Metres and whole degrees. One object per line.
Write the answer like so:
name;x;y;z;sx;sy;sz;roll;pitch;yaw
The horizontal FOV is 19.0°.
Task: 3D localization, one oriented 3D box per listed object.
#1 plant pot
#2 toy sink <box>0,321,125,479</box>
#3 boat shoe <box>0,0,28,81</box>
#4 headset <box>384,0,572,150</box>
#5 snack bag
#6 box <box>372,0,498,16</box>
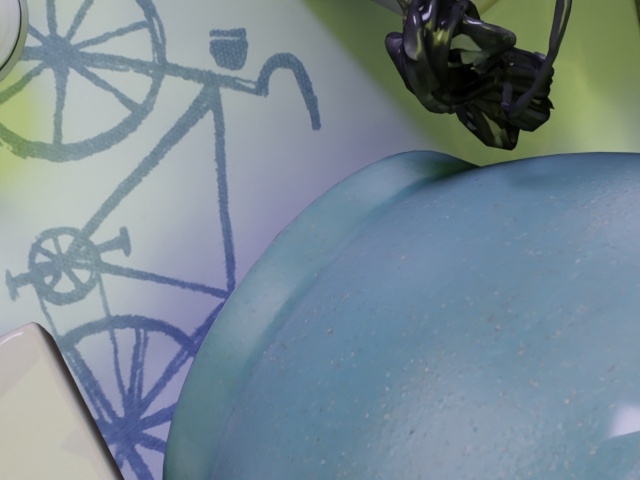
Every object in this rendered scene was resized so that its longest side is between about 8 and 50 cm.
plant pot;0.072;0.087;0.653;0.196;0.293;0.293;34;81;29
toy sink;-0.166;0.148;0.657;0.234;0.131;0.153;-28;88;-8
boat shoe;-0.208;-0.093;0.648;0.226;0.076;0.083;11;89;-18
headset;0.177;-0.176;0.588;0.394;0.185;0.243;-41;71;9
snack bag;0.000;0.000;0.788;0.342;0.037;0.323;-11;89;-17
box;0.017;-0.237;0.641;0.148;0.121;0.311;-42;139;-15
